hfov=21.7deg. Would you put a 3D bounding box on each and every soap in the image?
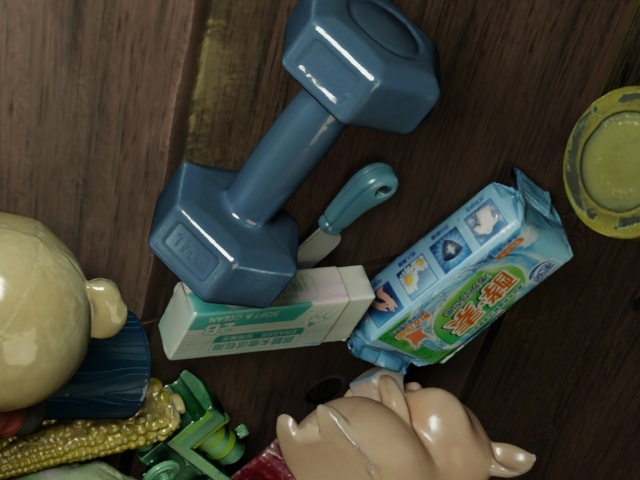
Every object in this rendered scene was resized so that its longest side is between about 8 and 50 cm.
[{"bbox_3d":[0.161,0.046,1.956,0.293,0.077,0.156,-41,146,18],"label":"soap"}]

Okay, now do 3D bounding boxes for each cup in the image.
[{"bbox_3d":[-0.263,0.111,1.711,0.138,0.150,0.113,2,171,-37],"label":"cup"}]

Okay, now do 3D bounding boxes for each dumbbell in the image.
[{"bbox_3d":[-0.028,-0.084,1.564,0.144,0.160,0.325,27,122,-18],"label":"dumbbell"}]

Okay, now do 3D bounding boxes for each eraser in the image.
[{"bbox_3d":[-0.060,0.078,1.835,0.225,0.052,0.095,-5,147,-29],"label":"eraser"}]

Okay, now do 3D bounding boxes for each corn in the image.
[{"bbox_3d":[-0.288,0.206,1.826,0.288,0.086,0.086,-12,144,-22],"label":"corn"}]

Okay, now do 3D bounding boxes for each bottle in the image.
[{"bbox_3d":[0.447,-0.064,1.937,0.351,0.171,0.171,11,131,-46],"label":"bottle"}]

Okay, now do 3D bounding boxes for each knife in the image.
[{"bbox_3d":[0.002,0.000,1.818,0.058,0.032,0.244,0,142,-46],"label":"knife"}]

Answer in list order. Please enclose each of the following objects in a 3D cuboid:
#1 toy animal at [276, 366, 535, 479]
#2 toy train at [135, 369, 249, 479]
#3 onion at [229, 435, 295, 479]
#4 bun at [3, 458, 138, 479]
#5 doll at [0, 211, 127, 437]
[{"bbox_3d":[0.092,0.264,2.082,0.256,0.213,0.195,-24,179,-41],"label":"toy animal"},{"bbox_3d":[-0.154,0.243,1.984,0.132,0.083,0.200,-39,152,0],"label":"toy train"},{"bbox_3d":[-0.019,0.379,2.225,0.314,0.146,0.280,2,140,-46],"label":"onion"},{"bbox_3d":[-0.282,0.345,1.933,0.293,0.187,0.293,6,137,5],"label":"bun"},{"bbox_3d":[-0.341,0.117,1.525,0.235,0.174,0.330,29,113,-18],"label":"doll"}]
